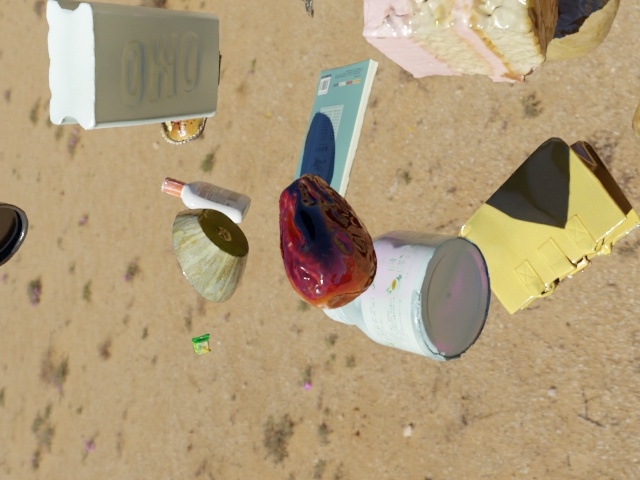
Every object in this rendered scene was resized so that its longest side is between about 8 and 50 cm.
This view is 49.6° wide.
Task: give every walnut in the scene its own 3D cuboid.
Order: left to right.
[{"bbox_3d":[0.510,-0.494,1.463,0.228,0.228,0.228,-20,64,51],"label":"walnut"}]

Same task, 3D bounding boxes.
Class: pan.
[{"bbox_3d":[-0.519,0.039,1.039,0.028,0.136,0.235,35,111,21],"label":"pan"}]

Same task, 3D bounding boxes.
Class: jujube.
[{"bbox_3d":[0.000,0.000,1.196,0.168,0.168,0.236,-40,68,42],"label":"jujube"}]

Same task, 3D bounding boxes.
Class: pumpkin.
[{"bbox_3d":[-0.214,0.014,1.465,0.110,0.217,0.217,-29,56,27],"label":"pumpkin"}]

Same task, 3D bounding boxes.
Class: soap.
[{"bbox_3d":[-0.254,-0.249,0.982,0.087,0.265,0.160,12,108,26],"label":"soap"}]

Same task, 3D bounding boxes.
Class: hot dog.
[{"bbox_3d":[-0.289,-0.334,1.535,0.131,0.069,0.253,9,86,25],"label":"hot dog"}]

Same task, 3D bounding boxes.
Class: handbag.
[{"bbox_3d":[0.545,-0.027,1.684,0.401,0.133,0.283,-50,52,39],"label":"handbag"}]

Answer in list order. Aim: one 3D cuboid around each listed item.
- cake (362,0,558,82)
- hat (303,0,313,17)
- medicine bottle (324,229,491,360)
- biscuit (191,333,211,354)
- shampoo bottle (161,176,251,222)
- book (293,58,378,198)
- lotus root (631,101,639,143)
[{"bbox_3d":[0.266,-0.461,1.251,0.306,0.293,0.314,3,81,31],"label":"cake"},{"bbox_3d":[-0.032,-0.515,1.413,0.121,0.050,0.121,-173,90,-85],"label":"hat"},{"bbox_3d":[0.159,0.098,1.406,0.290,0.245,0.245,7,86,46],"label":"medicine bottle"},{"bbox_3d":[-0.298,0.264,1.739,0.089,0.046,0.016,99,154,-56],"label":"biscuit"},{"bbox_3d":[-0.290,-0.109,1.749,0.108,0.220,0.051,-71,-2,-54],"label":"shampoo bottle"},{"bbox_3d":[0.020,-0.236,1.659,0.264,0.031,0.379,15,92,63],"label":"book"},{"bbox_3d":[0.681,-0.169,1.149,0.250,0.316,0.316,-36,51,27],"label":"lotus root"}]
